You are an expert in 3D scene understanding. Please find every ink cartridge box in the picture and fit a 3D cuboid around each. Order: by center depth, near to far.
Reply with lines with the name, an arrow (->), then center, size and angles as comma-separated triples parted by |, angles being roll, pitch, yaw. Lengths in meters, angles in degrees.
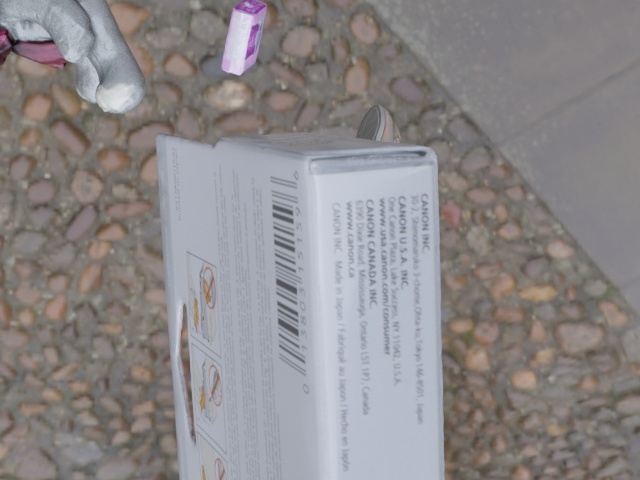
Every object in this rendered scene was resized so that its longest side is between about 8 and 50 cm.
ink cartridge box -> -0.019, 0.084, 0.521 | 0.060, 0.239, 0.275 | -6, 101, -21

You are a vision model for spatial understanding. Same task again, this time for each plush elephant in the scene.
plush elephant -> -0.400, -0.268, 1.284 | 0.255, 0.272, 0.330 | -27, 116, -14

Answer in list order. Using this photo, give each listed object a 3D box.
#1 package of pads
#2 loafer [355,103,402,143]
package of pads -> -0.092, -0.245, 1.260 | 0.032, 0.050, 0.083 | 21, 125, 8
loafer -> 0.054, -0.068, 0.920 | 0.039, 0.125, 0.045 | 28, 130, -22
